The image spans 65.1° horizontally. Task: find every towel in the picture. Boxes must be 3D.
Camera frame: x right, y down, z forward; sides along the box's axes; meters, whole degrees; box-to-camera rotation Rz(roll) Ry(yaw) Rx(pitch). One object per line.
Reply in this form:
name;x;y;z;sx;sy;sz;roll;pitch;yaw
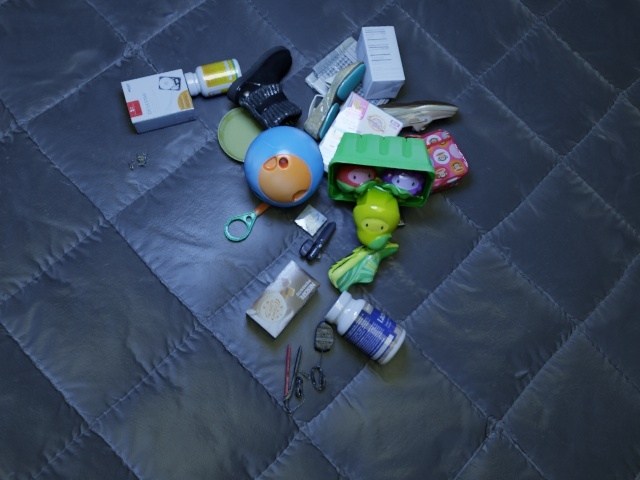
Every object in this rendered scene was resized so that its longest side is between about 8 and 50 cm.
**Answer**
towel;0.142;-0.660;2.061;0.324;0.056;0.312;41;74;5

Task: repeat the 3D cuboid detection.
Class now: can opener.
can opener;0.000;0.000;1.865;0.186;0.059;0.073;-49;117;-19

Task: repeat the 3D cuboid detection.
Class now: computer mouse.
computer mouse;0.006;0.406;1.778;0.071;0.041;0.242;7;81;4

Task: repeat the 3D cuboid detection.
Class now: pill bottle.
pill bottle;-0.415;-0.627;1.950;0.208;0.117;0.118;-17;78;-11
pill bottle;0.153;0.302;1.759;0.264;0.153;0.153;36;74;2

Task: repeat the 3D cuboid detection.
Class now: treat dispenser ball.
treat dispenser ball;-0.130;-0.264;1.801;0.288;0.288;0.288;2;75;-7

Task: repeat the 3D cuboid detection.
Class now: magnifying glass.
magnifying glass;-0.261;-0.085;1.877;0.231;0.026;0.092;-42;84;-13

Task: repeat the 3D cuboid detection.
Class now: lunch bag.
lunch bag;0.405;-0.308;1.976;0.293;0.120;0.258;-22;75;-11

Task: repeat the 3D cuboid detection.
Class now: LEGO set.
LEGO set;-0.680;-0.299;1.883;0.083;0.023;0.054;-21;76;1

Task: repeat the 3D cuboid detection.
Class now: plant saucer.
plant saucer;-0.276;-0.409;1.951;0.240;0.037;0.241;2;74;-6

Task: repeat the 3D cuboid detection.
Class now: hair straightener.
hair straightener;-0.080;0.480;1.737;0.089;0.047;0.231;6;75;-5

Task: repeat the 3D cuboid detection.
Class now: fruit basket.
fruit basket;0.202;-0.166;1.765;0.391;0.283;0.392;0;64;0

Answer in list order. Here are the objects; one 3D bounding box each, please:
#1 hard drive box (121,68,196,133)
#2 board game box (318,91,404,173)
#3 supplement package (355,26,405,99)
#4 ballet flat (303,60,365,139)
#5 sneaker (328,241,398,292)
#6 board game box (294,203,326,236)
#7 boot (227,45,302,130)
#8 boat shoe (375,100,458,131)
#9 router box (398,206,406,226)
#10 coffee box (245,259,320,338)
hard drive box;-0.614;-0.531;1.914;0.232;0.089;0.181;-18;78;-11
board game box;0.139;-0.373;1.936;0.242;0.064;0.317;33;90;2
supplement package;0.234;-0.708;1.999;0.133;0.139;0.244;-6;76;-10
ballet flat;0.043;-0.561;1.951;0.123;0.123;0.349;31;98;2
sneaker;0.164;0.092;1.856;0.295;0.109;0.124;-29;108;-18
board game box;-0.038;-0.076;1.903;0.090;0.020;0.090;40;74;3
boot;-0.159;-0.576;1.939;0.260;0.131;0.348;36;69;12
boat shoe;0.387;-0.501;2.032;0.341;0.122;0.110;-4;114;-4
router box;0.259;-0.087;1.934;0.122;0.038;0.092;-12;77;-10
coffee box;-0.132;0.210;1.775;0.141;0.098;0.246;41;74;4
